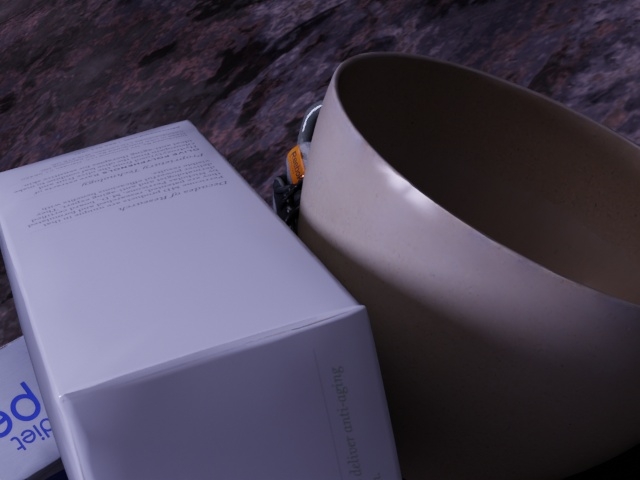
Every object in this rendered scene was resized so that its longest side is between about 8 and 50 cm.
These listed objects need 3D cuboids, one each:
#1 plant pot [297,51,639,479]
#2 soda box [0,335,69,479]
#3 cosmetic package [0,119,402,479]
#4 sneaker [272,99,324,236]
[{"bbox_3d":[0.100,0.040,0.855,0.284,0.284,0.191,-108,39,-59],"label":"plant pot"},{"bbox_3d":[-0.229,0.144,1.037,0.286,0.098,0.091,-32,-17,-32],"label":"soda box"},{"bbox_3d":[-0.084,0.078,0.828,0.155,0.197,0.365,-17,24,-14],"label":"cosmetic package"},{"bbox_3d":[0.000,0.000,1.040,0.100,0.108,0.271,-21,33,23],"label":"sneaker"}]
